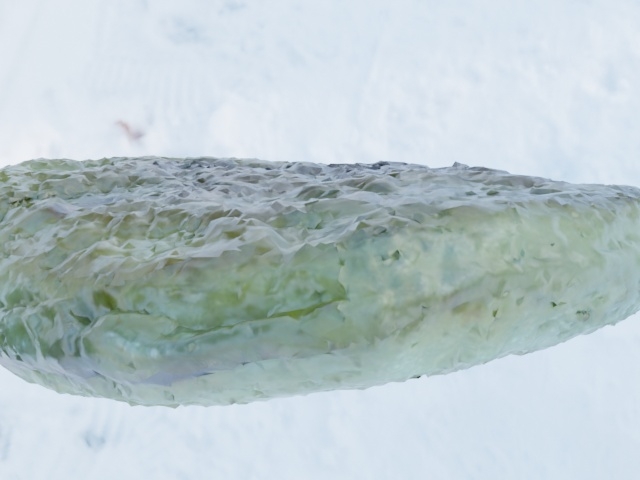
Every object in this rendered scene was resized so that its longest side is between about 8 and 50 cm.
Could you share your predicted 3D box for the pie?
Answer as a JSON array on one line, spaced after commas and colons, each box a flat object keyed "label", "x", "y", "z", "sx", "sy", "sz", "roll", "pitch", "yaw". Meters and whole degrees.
[{"label": "pie", "x": 0.000, "y": 0.000, "z": 0.529, "sx": 0.323, "sy": 0.070, "sz": 0.323, "roll": -3, "pitch": 8, "yaw": 0}]
